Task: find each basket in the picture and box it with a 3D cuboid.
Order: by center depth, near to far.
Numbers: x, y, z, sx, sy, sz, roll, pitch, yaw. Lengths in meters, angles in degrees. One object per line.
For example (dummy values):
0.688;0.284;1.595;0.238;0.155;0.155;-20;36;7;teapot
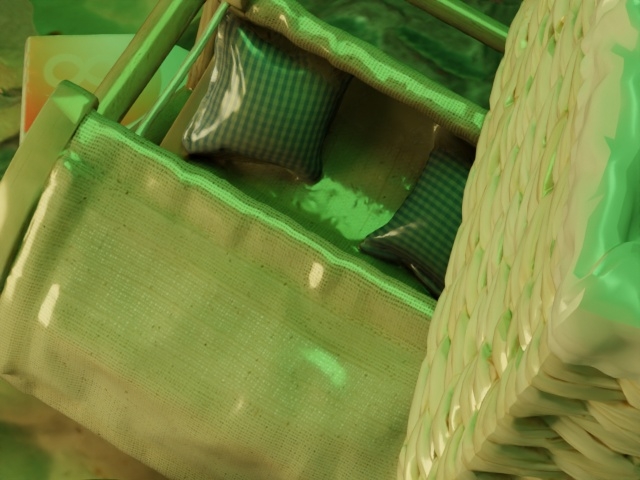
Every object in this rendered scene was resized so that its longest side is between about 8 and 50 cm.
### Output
0.225;-0.010;0.700;0.328;0.266;0.331;19;61;-6;basket

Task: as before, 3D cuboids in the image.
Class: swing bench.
0.000;0.000;0.894;0.253;0.165;0.254;29;52;8;swing bench

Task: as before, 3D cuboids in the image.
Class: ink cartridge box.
-0.078;-0.055;1.044;0.179;0.045;0.145;-4;49;-2;ink cartridge box

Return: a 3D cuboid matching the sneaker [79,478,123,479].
-0.075;0.182;0.780;0.227;0.087;0.130;31;36;32;sneaker
